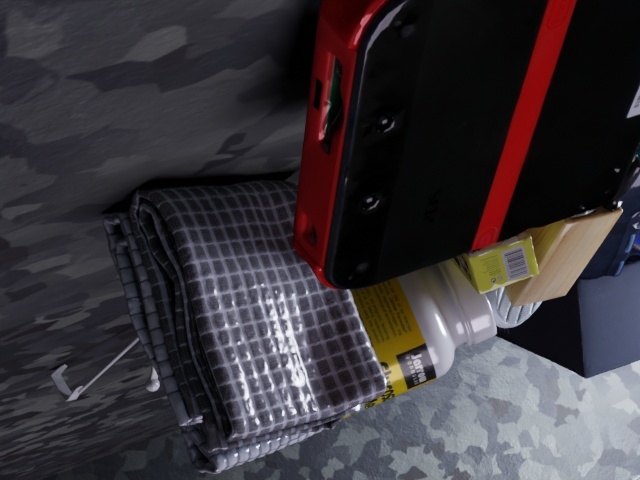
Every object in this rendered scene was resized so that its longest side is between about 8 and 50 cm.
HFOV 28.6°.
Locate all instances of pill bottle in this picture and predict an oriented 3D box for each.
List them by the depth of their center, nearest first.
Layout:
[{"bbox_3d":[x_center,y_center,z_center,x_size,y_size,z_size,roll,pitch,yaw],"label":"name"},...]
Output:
[{"bbox_3d":[0.063,0.131,1.734,0.334,0.188,0.188,-23,169,-1],"label":"pill bottle"}]

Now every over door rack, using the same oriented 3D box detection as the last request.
[{"bbox_3d":[-0.227,0.187,1.985,0.324,0.108,0.239,-28,165,36],"label":"over door rack"}]

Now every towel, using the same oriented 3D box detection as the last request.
[{"bbox_3d":[-0.072,0.076,1.293,0.121,0.283,0.235,-30,166,37],"label":"towel"}]

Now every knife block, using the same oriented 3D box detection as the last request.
[{"bbox_3d":[0.323,-0.030,1.602,0.088,0.275,0.242,-11,-165,-19],"label":"knife block"}]

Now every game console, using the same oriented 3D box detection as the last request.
[{"bbox_3d":[0.148,-0.119,1.038,0.342,0.060,0.386,-19,148,-20],"label":"game console"}]

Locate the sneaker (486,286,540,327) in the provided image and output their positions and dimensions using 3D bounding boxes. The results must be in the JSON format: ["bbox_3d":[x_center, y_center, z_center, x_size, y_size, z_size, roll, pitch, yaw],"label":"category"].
[{"bbox_3d":[0.285,0.025,1.844,0.091,0.094,0.258,-27,-149,51],"label":"sneaker"}]

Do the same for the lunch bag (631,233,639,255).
[{"bbox_3d":[0.618,-0.034,2.003,0.243,0.115,0.303,-30,-149,-21],"label":"lunch bag"}]

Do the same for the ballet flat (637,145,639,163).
[{"bbox_3d":[0.356,-0.144,1.296,0.068,0.072,0.213,-23,127,0],"label":"ballet flat"}]

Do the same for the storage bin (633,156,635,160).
[{"bbox_3d":[0.165,-0.076,1.392,0.260,0.123,0.262,-11,165,-38],"label":"storage bin"}]

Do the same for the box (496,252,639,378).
[{"bbox_3d":[0.498,0.074,2.201,0.343,0.179,0.312,-15,-161,-24],"label":"box"}]

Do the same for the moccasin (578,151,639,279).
[{"bbox_3d":[0.413,-0.070,1.689,0.117,0.137,0.342,10,147,-6],"label":"moccasin"}]

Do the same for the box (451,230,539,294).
[{"bbox_3d":[0.206,-0.008,1.650,0.087,0.058,0.232,-20,-158,-5],"label":"box"}]
